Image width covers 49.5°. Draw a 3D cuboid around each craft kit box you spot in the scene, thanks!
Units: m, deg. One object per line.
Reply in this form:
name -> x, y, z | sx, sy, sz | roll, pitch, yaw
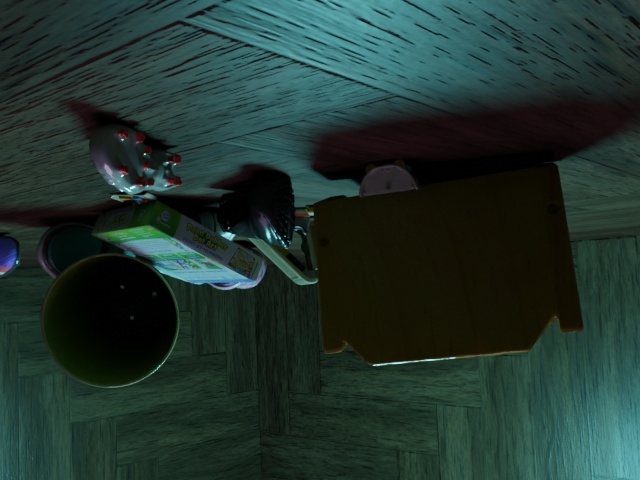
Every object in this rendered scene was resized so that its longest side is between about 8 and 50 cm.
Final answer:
craft kit box -> -0.278, 0.012, 1.334 | 0.246, 0.061, 0.249 | 28, 159, -36

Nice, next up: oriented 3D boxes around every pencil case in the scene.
pencil case -> -0.288, 0.091, 2.373 | 0.167, 0.160, 0.386 | 26, 179, 6

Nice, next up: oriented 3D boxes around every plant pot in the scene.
plant pot -> -0.438, 0.154, 1.542 | 0.274, 0.275, 0.293 | -2, -177, -5

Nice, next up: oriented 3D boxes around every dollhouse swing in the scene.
dollhouse swing -> 0.203, 0.035, 1.084 | 0.346, 0.315, 0.305 | -8, 165, 16

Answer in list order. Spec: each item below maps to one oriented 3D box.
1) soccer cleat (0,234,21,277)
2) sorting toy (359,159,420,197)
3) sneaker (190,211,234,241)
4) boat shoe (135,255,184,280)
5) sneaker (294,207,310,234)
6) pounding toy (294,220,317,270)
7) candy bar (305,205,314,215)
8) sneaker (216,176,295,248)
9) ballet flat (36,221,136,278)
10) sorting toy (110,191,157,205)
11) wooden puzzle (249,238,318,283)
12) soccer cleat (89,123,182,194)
soccer cleat -> -0.881, 0.039, 1.710 | 0.318, 0.109, 0.116 | -2, 172, 24
sorting toy -> 0.102, -0.089, 0.981 | 0.083, 0.045, 0.075 | -7, -177, 21
sneaker -> -0.235, -0.008, 1.491 | 0.091, 0.094, 0.258 | 1, 175, -20
boat shoe -> -0.357, 0.035, 1.786 | 0.121, 0.119, 0.335 | 23, 177, 11
sneaker -> -0.098, -0.031, 1.445 | 0.157, 0.065, 0.061 | -3, 176, 4
pounding toy -> 0.000, 0.000, 1.619 | 0.141, 0.130, 0.100 | -10, 177, -12
candy bar -> 0.046, -0.065, 1.397 | 0.161, 0.018, 0.040 | -3, 172, 13
sneaker -> -0.106, -0.040, 1.111 | 0.130, 0.109, 0.286 | 4, 174, -1
ballet flat -> -0.549, 0.022, 1.617 | 0.139, 0.139, 0.400 | -4, 176, 19
sorting toy -> -0.309, -0.069, 1.167 | 0.061, 0.012, 0.083 | -3, 175, 5
wooden puzzle -> -0.110, 0.024, 1.653 | 0.238, 0.044, 0.221 | 39, 172, -3
soccer cleat -> -0.210, -0.080, 0.742 | 0.076, 0.068, 0.196 | 0, 179, 7
